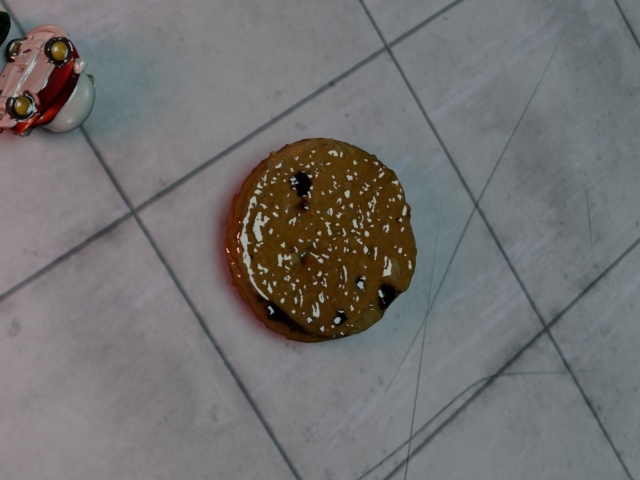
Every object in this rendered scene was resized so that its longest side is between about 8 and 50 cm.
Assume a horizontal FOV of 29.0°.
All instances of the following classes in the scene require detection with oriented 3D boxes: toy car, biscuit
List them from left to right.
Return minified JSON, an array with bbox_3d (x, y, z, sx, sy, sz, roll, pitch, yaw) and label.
[{"bbox_3d":[-0.326,-0.176,1.481,0.112,0.112,0.139,38,71,-40],"label":"toy car"},{"bbox_3d":[-0.001,0.000,1.668,0.296,0.075,0.295,3,84,-33],"label":"biscuit"}]

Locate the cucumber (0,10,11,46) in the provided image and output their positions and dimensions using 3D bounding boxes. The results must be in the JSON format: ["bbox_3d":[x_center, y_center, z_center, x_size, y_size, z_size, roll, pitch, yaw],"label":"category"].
[{"bbox_3d":[-0.435,-0.199,1.432,0.052,0.058,0.214,44,58,-12],"label":"cucumber"}]
